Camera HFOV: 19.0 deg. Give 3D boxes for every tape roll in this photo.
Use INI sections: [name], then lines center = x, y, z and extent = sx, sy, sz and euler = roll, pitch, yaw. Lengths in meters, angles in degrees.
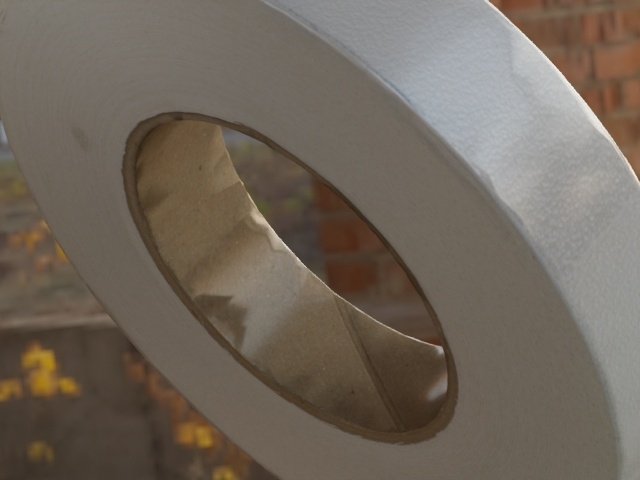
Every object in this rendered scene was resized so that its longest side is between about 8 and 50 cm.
[tape roll]
center = 0.000, 0.000, 0.932
extent = 0.072, 0.392, 0.392
euler = -44, 25, -28
